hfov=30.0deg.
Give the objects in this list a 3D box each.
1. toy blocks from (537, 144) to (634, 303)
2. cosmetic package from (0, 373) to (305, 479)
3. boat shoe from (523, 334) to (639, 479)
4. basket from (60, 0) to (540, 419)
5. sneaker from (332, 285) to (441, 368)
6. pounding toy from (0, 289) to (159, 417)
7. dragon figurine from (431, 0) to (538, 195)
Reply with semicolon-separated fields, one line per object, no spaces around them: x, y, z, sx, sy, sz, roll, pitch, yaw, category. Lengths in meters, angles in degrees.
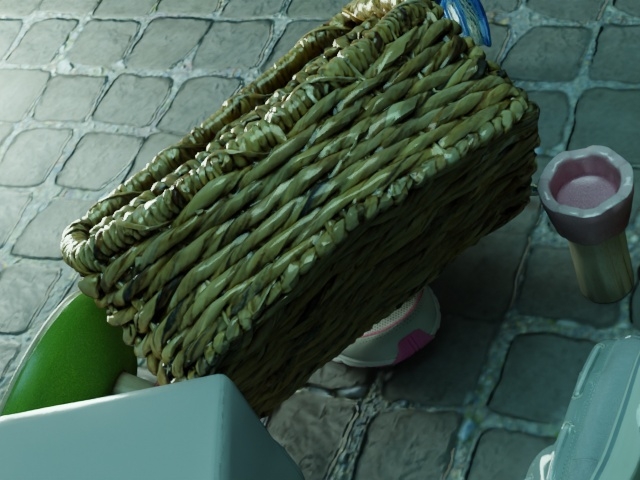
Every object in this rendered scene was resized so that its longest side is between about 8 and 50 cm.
0.332;-0.059;0.754;0.288;0.260;0.309;-39;48;-12;toy blocks
-0.089;0.328;0.628;0.161;0.230;0.453;-12;48;14;cosmetic package
0.177;0.159;0.772;0.081;0.079;0.228;-1;50;44;boat shoe
-0.032;-0.050;0.804;0.299;0.213;0.223;-38;71;-4;basket
0.000;0.000;0.946;0.103;0.111;0.252;-36;48;-8;sneaker
-0.170;0.159;0.871;0.110;0.183;0.237;21;60;5;pounding toy
0.104;-0.157;1.012;0.085;0.144;0.289;-22;47;5;dragon figurine
